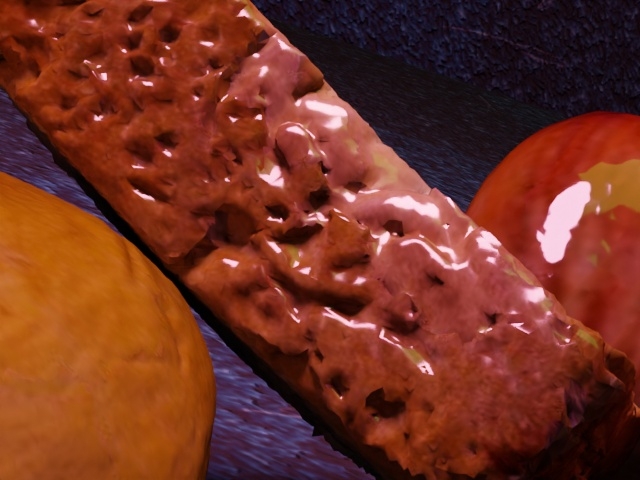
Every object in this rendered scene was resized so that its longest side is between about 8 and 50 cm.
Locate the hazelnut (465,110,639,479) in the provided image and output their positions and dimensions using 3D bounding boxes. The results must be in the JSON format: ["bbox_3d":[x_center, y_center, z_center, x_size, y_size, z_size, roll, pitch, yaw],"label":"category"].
[{"bbox_3d":[0.158,0.044,0.933,0.210,0.210,0.186,20,-12,-4],"label":"hazelnut"}]

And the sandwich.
[{"bbox_3d":[-0.004,0.003,0.680,0.288,0.099,0.254,45,0,13],"label":"sandwich"}]

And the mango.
[{"bbox_3d":[-0.128,0.040,0.546,0.195,0.142,0.331,28,4,-6],"label":"mango"}]
